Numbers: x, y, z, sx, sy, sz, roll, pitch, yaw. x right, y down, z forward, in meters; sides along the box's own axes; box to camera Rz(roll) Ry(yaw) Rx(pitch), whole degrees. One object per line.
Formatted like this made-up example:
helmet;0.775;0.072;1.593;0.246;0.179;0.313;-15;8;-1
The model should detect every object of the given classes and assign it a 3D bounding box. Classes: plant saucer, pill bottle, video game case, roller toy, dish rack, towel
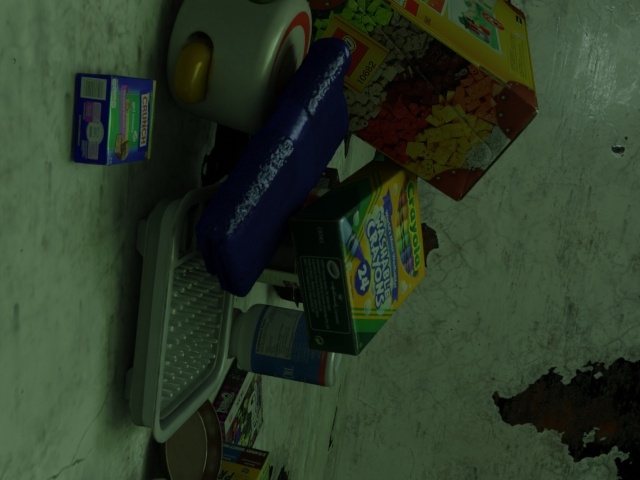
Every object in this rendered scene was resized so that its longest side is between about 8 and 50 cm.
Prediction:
plant saucer;-0.204;0.319;1.182;0.168;0.029;0.168;-9;90;-71
pill bottle;-0.074;0.179;1.342;0.124;0.222;0.124;9;90;-79
video game case;-0.165;0.356;1.511;0.210;0.042;0.232;-65;161;-52
roller toy;-0.110;-0.243;0.991;0.191;0.146;0.209;75;36;-75
dish rack;-0.189;0.081;1.055;0.285;0.072;0.332;-40;138;-76
towel;-0.061;-0.092;0.981;0.308;0.076;0.227;-60;168;-19

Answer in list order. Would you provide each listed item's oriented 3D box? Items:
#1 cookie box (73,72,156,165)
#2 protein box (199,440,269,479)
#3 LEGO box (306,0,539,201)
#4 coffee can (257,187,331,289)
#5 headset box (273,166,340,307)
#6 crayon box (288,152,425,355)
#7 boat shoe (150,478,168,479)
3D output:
cookie box;-0.216;-0.129;0.806;0.107;0.040;0.091;-42;139;-75
protein box;-0.181;0.477;1.266;0.200;0.136;0.201;-59;157;-62
LEGO box;0.150;-0.341;1.285;0.193;0.372;0.500;-53;-171;32
coffee can;0.000;0.000;1.438;0.201;0.275;0.201;9;90;-80
headset box;-0.032;0.004;1.726;0.218;0.110;0.293;74;27;-68
crayon box;0.077;0.005;1.153;0.323;0.083;0.203;-40;127;-54
boat shoe;-0.234;0.489;1.006;0.096;0.117;0.324;54;37;-43
